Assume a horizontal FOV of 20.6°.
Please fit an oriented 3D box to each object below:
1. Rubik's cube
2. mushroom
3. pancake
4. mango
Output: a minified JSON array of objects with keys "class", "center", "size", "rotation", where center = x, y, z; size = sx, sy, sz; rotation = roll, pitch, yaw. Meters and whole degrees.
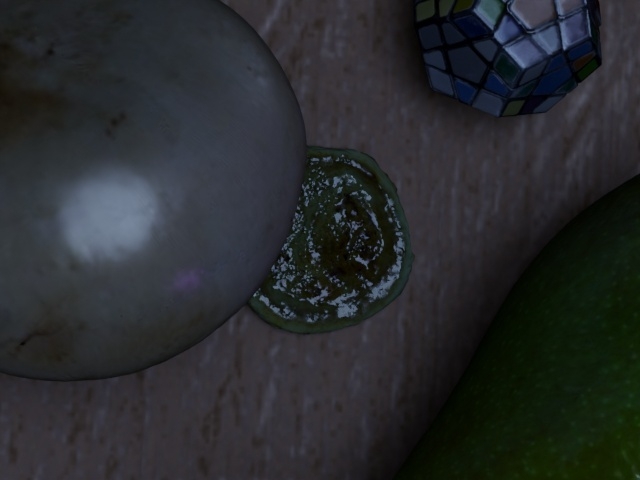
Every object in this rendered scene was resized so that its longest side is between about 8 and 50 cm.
[{"class":"Rubik's cube","center":[0.101,-0.120,0.943],"size":[0.111,0.111,0.093],"rotation":[47,53,-6]},{"class":"mushroom","center":[-0.120,-0.031,0.863],"size":[0.226,0.178,0.226],"rotation":[3,54,-4]},{"class":"pancake","center":[0.000,-0.001,0.955],"size":[0.108,0.017,0.108],"rotation":[1,88,-16]},{"class":"mango","center":[0.174,0.096,0.899],"size":[0.382,0.201,0.225],"rotation":[-38,113,2]}]
